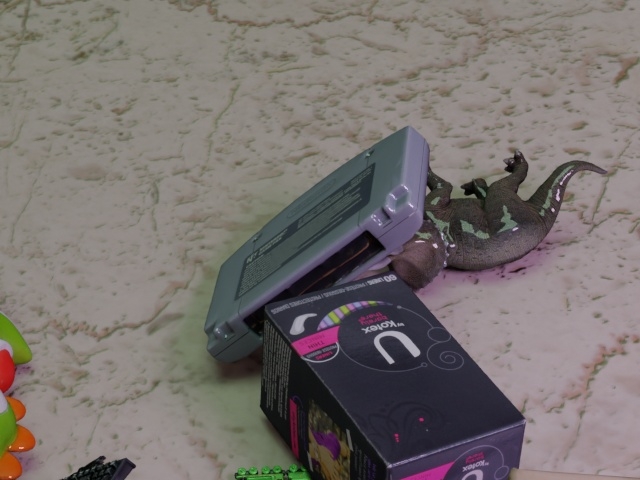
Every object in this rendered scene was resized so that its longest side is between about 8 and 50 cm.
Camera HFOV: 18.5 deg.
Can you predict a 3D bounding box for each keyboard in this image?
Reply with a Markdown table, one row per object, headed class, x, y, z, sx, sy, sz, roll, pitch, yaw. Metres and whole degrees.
| class | x | y | z | sx | sy | sz | roll | pitch | yaw |
| --- | --- | --- | --- | --- | --- | --- | --- | --- | --- |
| keyboard | -0.262 | 0.256 | 1.977 | 0.180 | 0.023 | 0.108 | -22 | 19 | 38 |

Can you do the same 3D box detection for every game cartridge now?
| class | x | y | z | sx | sy | sz | roll | pitch | yaw |
| --- | --- | --- | --- | --- | --- | --- | --- | --- | --- |
| game cartridge | 0.000 | 0.000 | 2.176 | 0.297 | 0.062 | 0.198 | -36 | 16 | 24 |

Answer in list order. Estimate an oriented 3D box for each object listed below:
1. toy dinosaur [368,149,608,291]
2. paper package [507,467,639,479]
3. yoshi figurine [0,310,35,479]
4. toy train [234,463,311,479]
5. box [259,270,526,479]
| class | x | y | z | sx | sy | sz | roll | pitch | yaw |
| --- | --- | --- | --- | --- | --- | --- | --- | --- | --- |
| toy dinosaur | 0.185 | -0.018 | 2.298 | 0.313 | 0.121 | 0.160 | -5 | 52 | -8 |
| paper package | 0.312 | 0.371 | 1.762 | 0.324 | 0.168 | 0.309 | 3 | 41 | 10 |
| yoshi figurine | -0.434 | 0.139 | 2.098 | 0.203 | 0.203 | 0.362 | -22 | 43 | 3 |
| toy train | -0.049 | 0.249 | 2.052 | 0.083 | 0.017 | 0.024 | -4 | 51 | 0 |
| box | 0.068 | 0.176 | 2.019 | 0.165 | 0.143 | 0.270 | -16 | 41 | -25 |
